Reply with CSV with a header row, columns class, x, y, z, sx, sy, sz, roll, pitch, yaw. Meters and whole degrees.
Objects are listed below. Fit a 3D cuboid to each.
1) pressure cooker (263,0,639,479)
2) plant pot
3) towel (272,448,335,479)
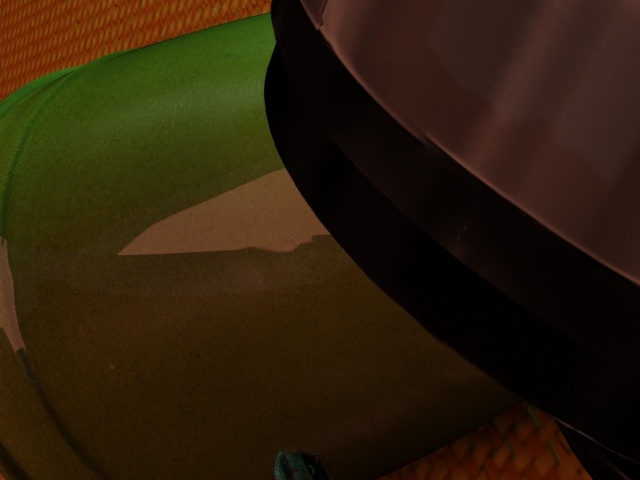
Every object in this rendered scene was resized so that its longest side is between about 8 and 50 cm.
class,x,y,z,sx,sy,sz,roll,pitch,yaw
pressure cooker,0.177,-0.110,0.444,0.375,0.370,0.420,35,122,18
plant pot,0.000,0.000,0.791,0.353,0.366,0.366,-21,66,43
towel,0.013,0.300,0.529,0.370,0.040,0.271,-125,45,-58
